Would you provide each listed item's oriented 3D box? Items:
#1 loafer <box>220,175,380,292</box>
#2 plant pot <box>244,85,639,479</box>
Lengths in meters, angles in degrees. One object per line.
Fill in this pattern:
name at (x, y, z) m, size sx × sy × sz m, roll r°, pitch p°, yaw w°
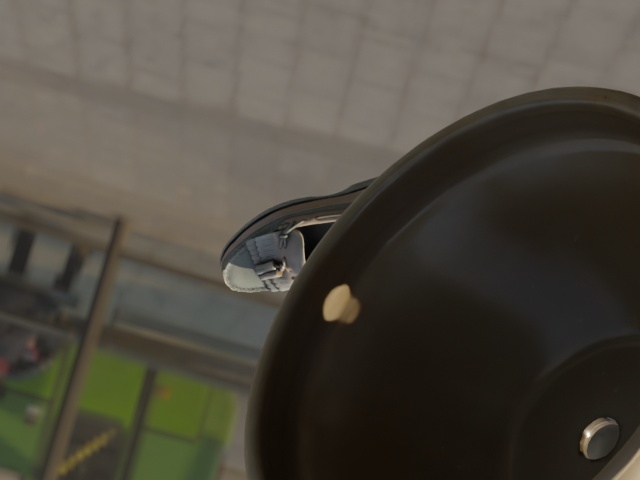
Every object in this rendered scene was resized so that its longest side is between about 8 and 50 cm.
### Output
loafer at (0.000, 0.000, 1.084) m, size 0.125 × 0.039 × 0.045 m, roll -22°, pitch 117°, yaw 15°
plant pot at (0.091, 0.062, 0.830) m, size 0.237 × 0.237 × 0.110 m, roll -5°, pitch 144°, yaw 46°
